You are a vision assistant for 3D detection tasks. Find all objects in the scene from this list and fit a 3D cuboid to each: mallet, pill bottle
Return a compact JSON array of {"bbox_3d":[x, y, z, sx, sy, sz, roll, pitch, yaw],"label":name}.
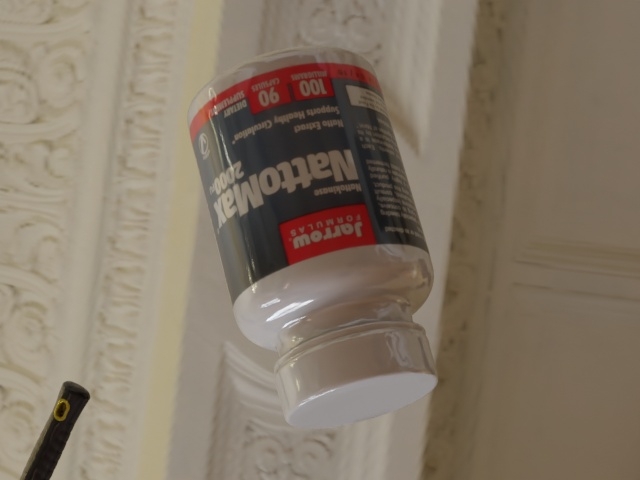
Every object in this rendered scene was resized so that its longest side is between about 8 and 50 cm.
[{"bbox_3d":[-0.172,0.173,0.898,0.190,0.062,0.039,-57,-23,13],"label":"mallet"},{"bbox_3d":[0.000,0.000,0.816,0.108,0.108,0.180,-7,-112,-23],"label":"pill bottle"}]
